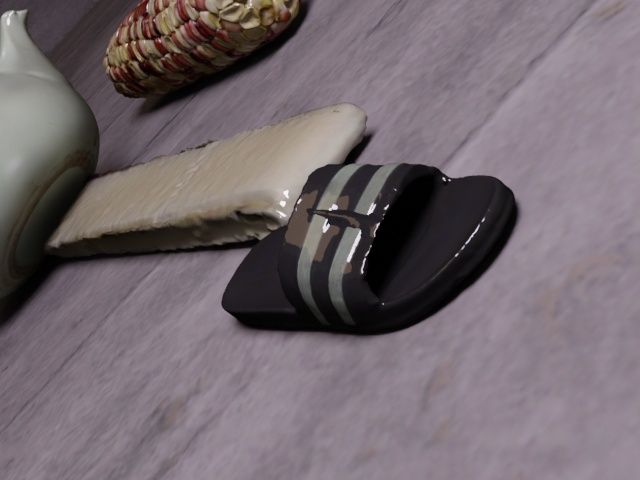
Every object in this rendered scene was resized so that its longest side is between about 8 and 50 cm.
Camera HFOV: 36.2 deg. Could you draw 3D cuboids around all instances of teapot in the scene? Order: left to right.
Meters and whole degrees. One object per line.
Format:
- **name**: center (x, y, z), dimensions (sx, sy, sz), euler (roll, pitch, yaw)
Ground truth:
- **teapot**: center (-0.296, -0.032, 0.871), dimensions (0.220, 0.149, 0.318), euler (-56, -4, -35)

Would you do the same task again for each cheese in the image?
- **cheese**: center (-0.105, -0.027, 0.671), dimensions (0.400, 0.034, 0.085), euler (-7, 47, 57)

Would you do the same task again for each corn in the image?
- **corn**: center (-0.116, -0.190, 0.878), dimensions (0.290, 0.098, 0.098), euler (-15, 38, 58)

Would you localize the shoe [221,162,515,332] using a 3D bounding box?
- **shoe**: center (0.000, 0.000, 0.422), dimensions (0.179, 0.049, 0.071), euler (-12, 41, 53)
